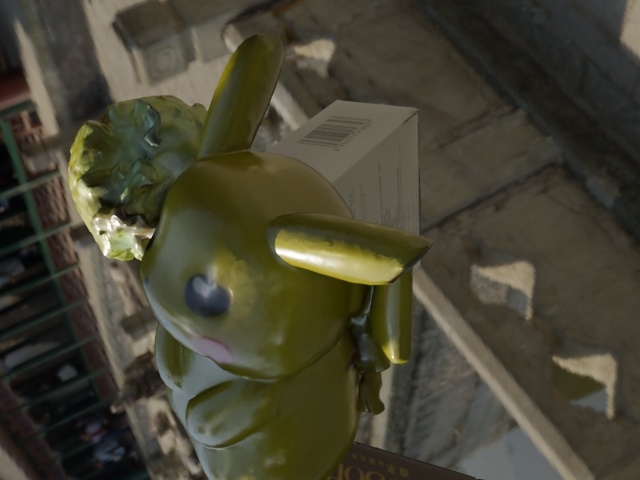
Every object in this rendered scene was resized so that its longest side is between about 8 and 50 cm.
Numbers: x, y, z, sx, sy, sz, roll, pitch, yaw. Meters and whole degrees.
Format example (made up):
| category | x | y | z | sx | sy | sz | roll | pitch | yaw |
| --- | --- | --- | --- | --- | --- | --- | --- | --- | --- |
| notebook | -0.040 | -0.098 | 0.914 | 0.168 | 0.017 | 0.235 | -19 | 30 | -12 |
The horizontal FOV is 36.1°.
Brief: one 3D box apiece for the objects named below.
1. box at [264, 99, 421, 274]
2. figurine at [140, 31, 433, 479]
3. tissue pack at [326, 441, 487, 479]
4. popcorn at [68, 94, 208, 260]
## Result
| category | x | y | z | sx | sy | sz | roll | pitch | yaw |
| --- | --- | --- | --- | --- | --- | --- | --- | --- | --- |
| box | 0.000 | 0.000 | 1.011 | 0.106 | 0.299 | 0.200 | 11 | 122 | 28 |
| figurine | -0.031 | 0.055 | 0.697 | 0.218 | 0.169 | 0.327 | 47 | 152 | 40 |
| tissue pack | 0.105 | 0.357 | 1.037 | 0.198 | 0.369 | 0.210 | -86 | 15 | -53 |
| popcorn | -0.162 | -0.055 | 1.033 | 0.212 | 0.197 | 0.198 | 55 | 161 | 35 |
